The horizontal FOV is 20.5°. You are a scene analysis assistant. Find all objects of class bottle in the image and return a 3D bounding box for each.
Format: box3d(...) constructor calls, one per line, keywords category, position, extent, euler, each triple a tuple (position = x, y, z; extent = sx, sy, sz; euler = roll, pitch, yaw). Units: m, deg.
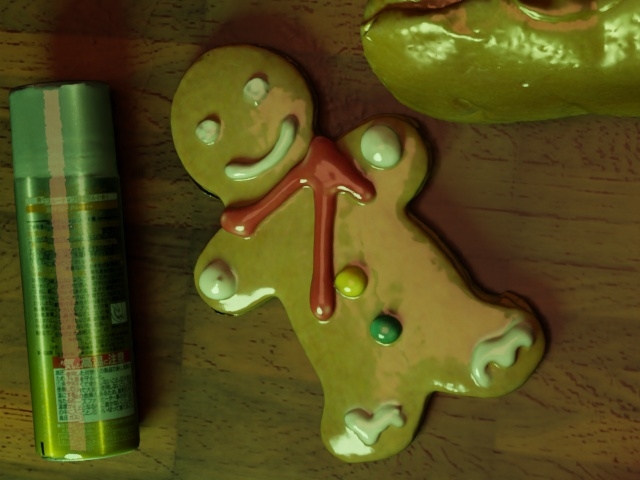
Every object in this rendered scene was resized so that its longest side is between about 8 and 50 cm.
box3d(category="bottle", position=(-0.189, 0.021, 1.356), extent=(0.082, 0.082, 0.286), euler=(-3, 93, 15))

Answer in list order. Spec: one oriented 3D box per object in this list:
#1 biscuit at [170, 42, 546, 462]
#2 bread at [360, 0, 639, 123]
box3d(category="biscuit", position=(0.000, 0.000, 1.323), extent=(0.216, 0.047, 0.340), euler=(-33, 85, 14))
box3d(category="bread", position=(0.206, -0.156, 1.185), extent=(0.343, 0.195, 0.149), euler=(0, 88, 18))
